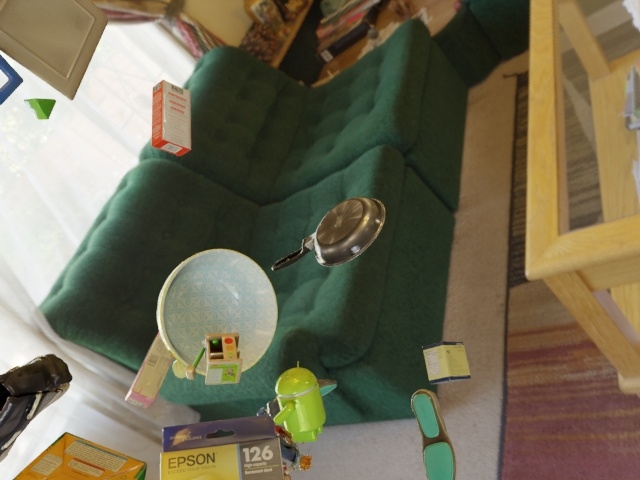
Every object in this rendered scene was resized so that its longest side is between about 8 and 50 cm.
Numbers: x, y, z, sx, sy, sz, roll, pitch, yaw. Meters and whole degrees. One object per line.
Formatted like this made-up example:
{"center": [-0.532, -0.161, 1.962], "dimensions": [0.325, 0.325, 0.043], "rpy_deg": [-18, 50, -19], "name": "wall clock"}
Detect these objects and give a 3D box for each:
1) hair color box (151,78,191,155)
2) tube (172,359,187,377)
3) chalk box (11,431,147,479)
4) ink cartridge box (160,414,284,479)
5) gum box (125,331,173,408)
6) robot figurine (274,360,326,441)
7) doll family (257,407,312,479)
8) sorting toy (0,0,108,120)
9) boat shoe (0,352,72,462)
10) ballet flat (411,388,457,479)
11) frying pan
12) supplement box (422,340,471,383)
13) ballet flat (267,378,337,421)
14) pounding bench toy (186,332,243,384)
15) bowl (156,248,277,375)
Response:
{"center": [-0.312, -0.256, 1.116], "dimensions": [0.043, 0.072, 0.141], "rpy_deg": [-18, 67, 38], "name": "hair color box"}
{"center": [-0.345, 0.352, 1.614], "dimensions": [0.240, 0.070, 0.062], "rpy_deg": [-26, 19, 25], "name": "tube"}
{"center": [-0.445, 0.531, 0.940], "dimensions": [0.179, 0.180, 0.289], "rpy_deg": [-52, -21, -71], "name": "chalk box"}
{"center": [-0.244, 0.589, 1.335], "dimensions": [0.072, 0.303, 0.307], "rpy_deg": [103, 159, -51], "name": "ink cartridge box"}
{"center": [-0.424, 0.322, 1.367], "dimensions": [0.107, 0.062, 0.188], "rpy_deg": [-45, 22, 52], "name": "gum box"}
{"center": [-0.030, 0.247, 0.816], "dimensions": [0.067, 0.115, 0.101], "rpy_deg": [-10, 7, 24], "name": "robot figurine"}
{"center": [-0.096, 0.602, 1.574], "dimensions": [0.118, 0.163, 0.263], "rpy_deg": [-37, 25, 19], "name": "doll family"}
{"center": [-0.458, -0.359, 0.878], "dimensions": [0.047, 0.196, 0.348], "rpy_deg": [4, 69, 28], "name": "sorting toy"}
{"center": [-0.640, 0.348, 0.999], "dimensions": [0.340, 0.127, 0.158], "rpy_deg": [-45, -9, 9], "name": "boat shoe"}
{"center": [0.250, 0.425, 1.139], "dimensions": [0.072, 0.068, 0.213], "rpy_deg": [-20, 68, 24], "name": "ballet flat"}
{"center": [0.014, -0.024, 1.255], "dimensions": [0.326, 0.053, 0.197], "rpy_deg": [-5, 49, 47], "name": "frying pan"}
{"center": [0.279, 0.270, 1.180], "dimensions": [0.056, 0.083, 0.083], "rpy_deg": [-27, 63, 42], "name": "supplement box"}
{"center": [-0.054, 0.409, 1.427], "dimensions": [0.203, 0.074, 0.074], "rpy_deg": [-26, 23, -20], "name": "ballet flat"}
{"center": [-0.168, 0.182, 0.830], "dimensions": [0.065, 0.083, 0.052], "rpy_deg": [-111, 28, -50], "name": "pounding bench toy"}
{"center": [-0.263, 0.172, 1.261], "dimensions": [0.156, 0.289, 0.290], "rpy_deg": [-13, 44, 53], "name": "bowl"}
